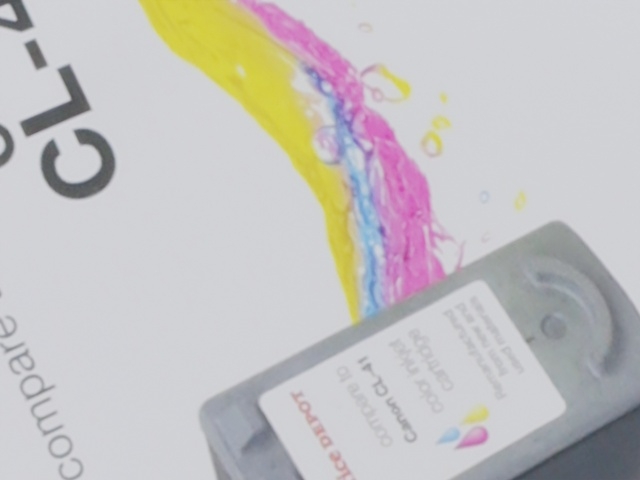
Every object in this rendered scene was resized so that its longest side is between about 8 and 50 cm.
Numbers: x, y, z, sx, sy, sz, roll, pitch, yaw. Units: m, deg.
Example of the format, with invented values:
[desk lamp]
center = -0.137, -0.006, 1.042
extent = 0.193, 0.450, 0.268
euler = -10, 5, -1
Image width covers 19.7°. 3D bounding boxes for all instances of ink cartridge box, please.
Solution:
[ink cartridge box]
center = 0.000, 0.000, 0.483
extent = 0.306, 0.226, 0.131
euler = -25, -2, -18
